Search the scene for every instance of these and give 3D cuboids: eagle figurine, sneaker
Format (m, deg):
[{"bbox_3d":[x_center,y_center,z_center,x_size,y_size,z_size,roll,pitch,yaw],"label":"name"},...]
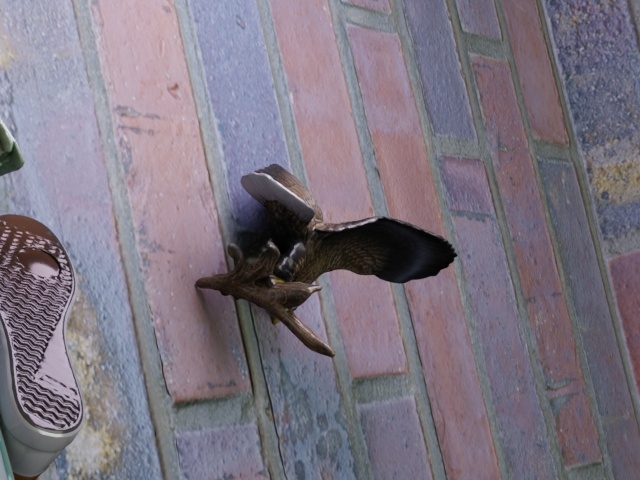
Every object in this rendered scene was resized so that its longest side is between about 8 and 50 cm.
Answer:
[{"bbox_3d":[-0.006,0.006,1.865,0.298,0.225,0.226,-33,93,-47],"label":"eagle figurine"},{"bbox_3d":[-0.292,0.101,1.465,0.106,0.123,0.290,16,39,-26],"label":"sneaker"}]

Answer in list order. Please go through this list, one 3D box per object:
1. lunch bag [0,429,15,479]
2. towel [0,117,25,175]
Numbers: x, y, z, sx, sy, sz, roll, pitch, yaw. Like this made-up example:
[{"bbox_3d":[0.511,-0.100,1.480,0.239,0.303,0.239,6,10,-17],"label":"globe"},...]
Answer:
[{"bbox_3d":[-0.346,0.215,1.280,0.224,0.108,0.279,-1,73,-58],"label":"lunch bag"},{"bbox_3d":[-0.349,-0.196,1.374,0.038,0.248,0.325,-18,90,-29],"label":"towel"}]
